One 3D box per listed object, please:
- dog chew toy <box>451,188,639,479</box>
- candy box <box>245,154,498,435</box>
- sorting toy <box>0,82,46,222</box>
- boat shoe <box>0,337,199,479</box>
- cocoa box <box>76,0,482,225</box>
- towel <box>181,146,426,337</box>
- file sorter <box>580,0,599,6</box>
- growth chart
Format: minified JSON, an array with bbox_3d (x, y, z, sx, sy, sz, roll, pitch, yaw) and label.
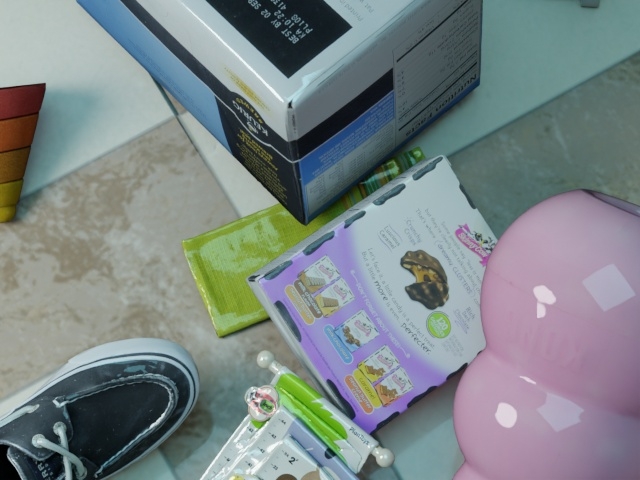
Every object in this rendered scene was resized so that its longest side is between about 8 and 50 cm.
[{"bbox_3d":[0.201,0.131,1.575,0.206,0.206,0.332,23,99,12],"label":"dog chew toy"},{"bbox_3d":[0.064,0.047,1.668,0.196,0.070,0.165,-34,96,-10],"label":"candy box"},{"bbox_3d":[-0.421,-0.058,1.771,0.365,0.127,0.126,-9,97,2],"label":"sorting toy"},{"bbox_3d":[-0.236,0.180,1.623,0.301,0.102,0.108,-23,109,-4],"label":"boat shoe"},{"bbox_3d":[-0.050,-0.234,1.727,0.231,0.228,0.347,-39,68,-14],"label":"cocoa box"},{"bbox_3d":[0.000,0.000,1.749,0.237,0.021,0.102,-21,68,-5],"label":"towel"},{"bbox_3d":[0.182,-0.388,1.808,0.173,0.193,0.278,3,68,8],"label":"file sorter"},{"bbox_3d":[-0.042,0.235,1.625,0.172,0.021,0.237,32,91,18],"label":"growth chart"}]
